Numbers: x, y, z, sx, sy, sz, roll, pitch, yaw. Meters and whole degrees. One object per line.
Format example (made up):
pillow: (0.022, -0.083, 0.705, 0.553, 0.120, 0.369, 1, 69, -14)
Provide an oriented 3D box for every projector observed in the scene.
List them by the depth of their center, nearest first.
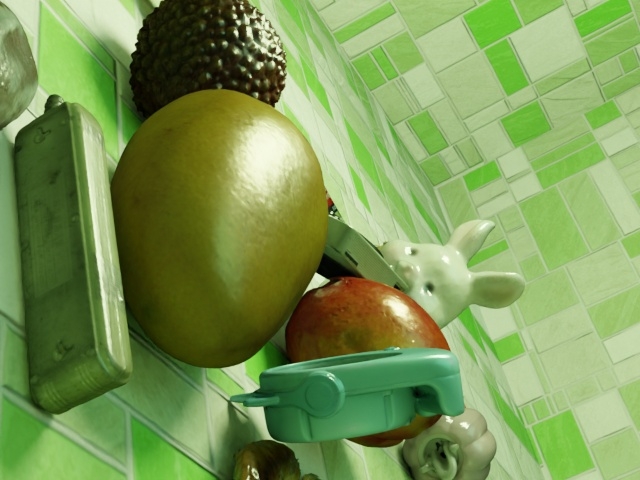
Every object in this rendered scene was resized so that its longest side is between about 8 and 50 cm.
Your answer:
projector: (0.000, 0.000, 1.647, 0.259, 0.079, 0.257, 24, -13, 35)

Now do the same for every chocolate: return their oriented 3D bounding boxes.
chocolate: (-0.349, -0.182, 0.972, 0.157, 0.080, 0.254, 59, 14, -15)

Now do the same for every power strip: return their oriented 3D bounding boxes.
power strip: (-0.251, -0.008, 0.982, 0.066, 0.092, 0.387, 47, 21, -51)

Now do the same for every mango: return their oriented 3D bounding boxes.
mango: (-0.124, -0.018, 1.202, 0.300, 0.232, 0.445, 61, 20, -25)

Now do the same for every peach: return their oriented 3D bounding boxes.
peach: (0.067, 0.181, 1.502, 0.281, 0.238, 0.281, 32, 34, -25)

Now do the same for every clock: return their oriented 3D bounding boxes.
clock: (0.028, 0.197, 1.250, 0.223, 0.274, 0.094, 155, -74, -76)

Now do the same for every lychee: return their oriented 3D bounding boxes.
lychee: (-0.175, -0.260, 1.486, 0.236, 0.236, 0.271, 59, 41, -15)

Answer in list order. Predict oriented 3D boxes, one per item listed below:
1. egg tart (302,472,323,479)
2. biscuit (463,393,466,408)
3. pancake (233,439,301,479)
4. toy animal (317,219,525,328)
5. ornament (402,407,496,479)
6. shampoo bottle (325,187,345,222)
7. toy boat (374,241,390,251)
egg tart: (0.017, 0.370, 1.344, 0.128, 0.049, 0.129, 57, 13, -21)
biscuit: (0.290, 0.383, 2.067, 0.216, 0.047, 0.339, -109, -173, -70)
pancake: (-0.042, 0.351, 1.143, 0.244, 0.057, 0.266, 66, 13, 11)
toy animal: (0.187, 0.107, 1.841, 0.241, 0.368, 0.196, 23, 37, -52)
ornament: (0.242, 0.396, 1.867, 0.177, 0.177, 0.177, 57, 15, -24)
shampoo bottle: (-0.024, -0.089, 2.007, 0.314, 0.076, 0.118, 61, 22, -5)
toy boat: (0.154, 0.040, 2.397, 0.068, 0.088, 0.226, 68, 14, 18)
